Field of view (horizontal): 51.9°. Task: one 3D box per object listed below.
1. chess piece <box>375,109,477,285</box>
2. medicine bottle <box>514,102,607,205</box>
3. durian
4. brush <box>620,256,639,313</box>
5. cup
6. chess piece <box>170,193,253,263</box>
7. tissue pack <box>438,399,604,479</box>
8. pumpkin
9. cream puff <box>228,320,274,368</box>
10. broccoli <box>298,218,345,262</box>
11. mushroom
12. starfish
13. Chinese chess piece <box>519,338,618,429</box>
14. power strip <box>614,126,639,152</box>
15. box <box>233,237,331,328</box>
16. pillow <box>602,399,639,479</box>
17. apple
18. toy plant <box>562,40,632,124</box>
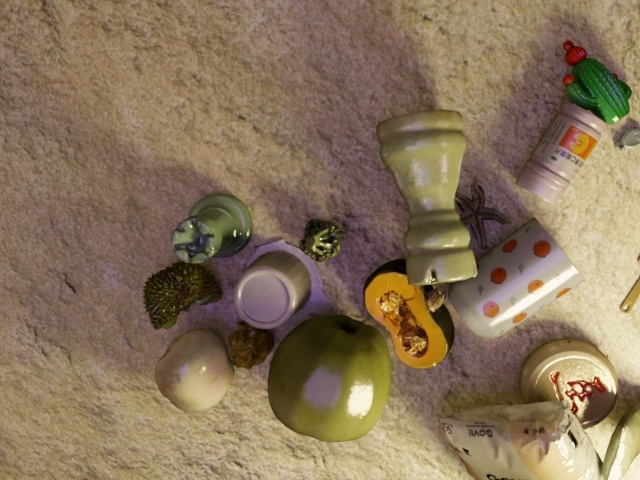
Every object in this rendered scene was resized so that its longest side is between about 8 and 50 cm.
[{"bbox_3d":[0.294,-0.107,1.735,0.234,0.234,0.441,-10,87,10],"label":"chess piece"},{"bbox_3d":[0.638,-0.229,1.754,0.133,0.133,0.249,32,103,2],"label":"medicine bottle"},{"bbox_3d":[-0.415,0.152,1.939,0.237,0.200,0.176,-20,108,17],"label":"durian"},{"bbox_3d":[0.901,0.117,1.841,0.083,0.011,0.205,26,104,2],"label":"brush"},{"bbox_3d":[0.518,0.114,1.792,0.317,0.212,0.212,-38,93,13],"label":"cup"},{"bbox_3d":[-0.313,-0.023,1.842,0.195,0.299,0.194,2,101,8],"label":"chess piece"},{"bbox_3d":[0.571,0.595,1.824,0.376,0.195,0.390,-20,120,40],"label":"tissue pack"},{"bbox_3d":[0.271,0.198,1.874,0.222,0.139,0.317,-30,92,20],"label":"pumpkin"},{"bbox_3d":[-0.208,0.317,1.969,0.121,0.156,0.156,8,101,9],"label":"cream puff"},{"bbox_3d":[0.000,0.000,1.894,0.131,0.120,0.130,40,112,25],"label":"broccoli"},{"bbox_3d":[-0.390,0.377,1.977,0.234,0.254,0.260,28,101,40],"label":"mushroom"},{"bbox_3d":[0.422,-0.065,1.854,0.176,0.053,0.208,-34,91,13],"label":"starfish"},{"bbox_3d":[0.705,0.411,1.875,0.273,0.102,0.273,1,100,7],"label":"Chinese chess piece"},{"bbox_3d":[0.834,-0.268,1.768,0.083,0.035,0.055,-35,94,10],"label":"power strip"},{"bbox_3d":[-0.122,0.161,1.896,0.291,0.206,0.262,31,103,4],"label":"box"},{"bbox_3d":[0.850,0.539,1.799,0.075,0.302,0.184,19,108,37],"label":"pillow"},{"bbox_3d":[0.025,0.382,1.850,0.357,0.357,0.357,1,100,8],"label":"apple"},{"bbox_3d":[0.711,-0.406,1.721,0.240,0.088,0.154,34,69,-6],"label":"toy plant"}]
